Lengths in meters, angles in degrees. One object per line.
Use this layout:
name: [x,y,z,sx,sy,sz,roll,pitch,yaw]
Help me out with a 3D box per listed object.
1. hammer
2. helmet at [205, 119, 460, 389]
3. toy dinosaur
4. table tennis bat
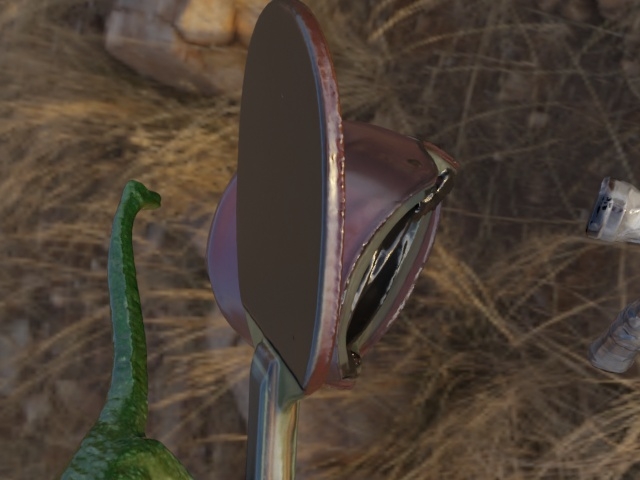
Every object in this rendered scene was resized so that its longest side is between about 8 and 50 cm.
hammer: [0.260,0.050,1.018,0.152,0.427,0.044,19,76,6]
helmet: [0.000,0.000,1.259,0.197,0.338,0.271,25,96,9]
toy dinosaur: [-0.170,0.142,0.851,0.087,0.447,0.301,-21,97,30]
table tennis bat: [-0.019,0.028,0.575,0.154,0.021,0.274,-135,46,-66]
